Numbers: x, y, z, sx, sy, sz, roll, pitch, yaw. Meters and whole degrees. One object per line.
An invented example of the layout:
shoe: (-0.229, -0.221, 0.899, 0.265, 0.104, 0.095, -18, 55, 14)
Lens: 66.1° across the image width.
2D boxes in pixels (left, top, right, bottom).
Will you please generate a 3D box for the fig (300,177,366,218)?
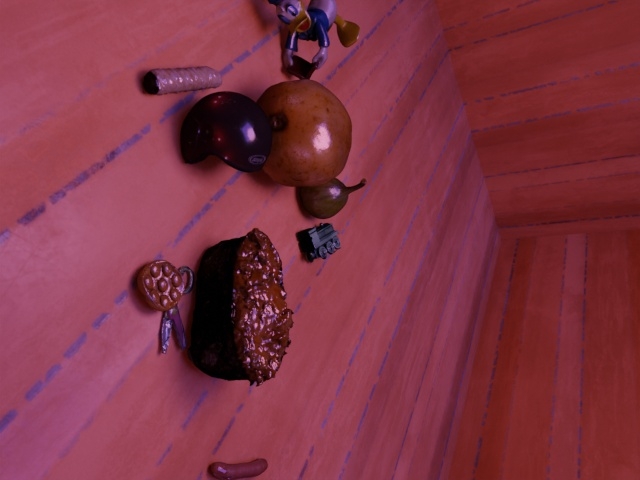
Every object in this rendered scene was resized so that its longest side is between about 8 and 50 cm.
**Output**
fig: (0.051, -0.149, 1.477, 0.149, 0.245, 0.149, 16, 69, -48)

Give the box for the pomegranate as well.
pomegranate: (-0.052, -0.288, 1.318, 0.307, 0.308, 0.307, 12, 76, -56)

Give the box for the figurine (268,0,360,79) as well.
figurine: (-0.060, -0.628, 1.457, 0.338, 0.205, 0.283, 14, 92, -57)

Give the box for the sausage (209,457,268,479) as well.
sausage: (-0.194, 0.554, 1.189, 0.186, 0.043, 0.043, 28, 63, -52)

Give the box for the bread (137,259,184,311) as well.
bread: (-0.332, 0.094, 1.029, 0.110, 0.025, 0.110, 18, 67, -51)

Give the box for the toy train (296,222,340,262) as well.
toy train: (0.000, 0.000, 1.540, 0.170, 0.071, 0.111, -33, 106, -54)

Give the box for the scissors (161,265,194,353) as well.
scissors: (-0.323, 0.149, 1.068, 0.134, 0.020, 0.187, 3, 80, -54)

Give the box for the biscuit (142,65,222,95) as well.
biscuit: (-0.312, -0.371, 1.129, 0.061, 0.055, 0.219, 53, 36, 5)

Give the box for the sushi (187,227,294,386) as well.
sushi: (-0.163, 0.157, 1.148, 0.234, 0.208, 0.348, 16, 67, -51)

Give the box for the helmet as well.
helmet: (-0.214, -0.251, 1.159, 0.216, 0.193, 0.189, 46, 27, 19)
